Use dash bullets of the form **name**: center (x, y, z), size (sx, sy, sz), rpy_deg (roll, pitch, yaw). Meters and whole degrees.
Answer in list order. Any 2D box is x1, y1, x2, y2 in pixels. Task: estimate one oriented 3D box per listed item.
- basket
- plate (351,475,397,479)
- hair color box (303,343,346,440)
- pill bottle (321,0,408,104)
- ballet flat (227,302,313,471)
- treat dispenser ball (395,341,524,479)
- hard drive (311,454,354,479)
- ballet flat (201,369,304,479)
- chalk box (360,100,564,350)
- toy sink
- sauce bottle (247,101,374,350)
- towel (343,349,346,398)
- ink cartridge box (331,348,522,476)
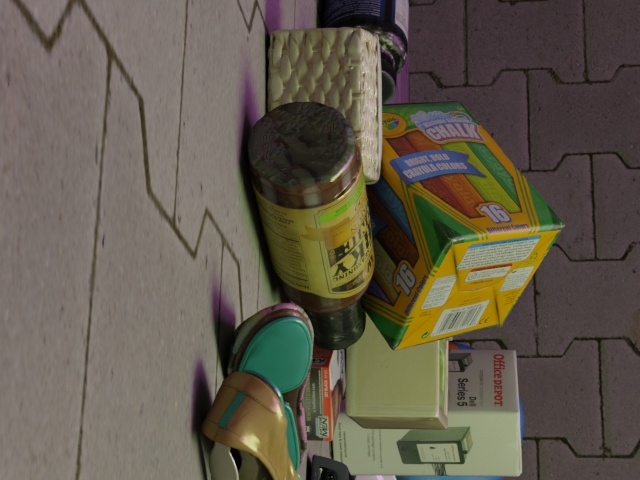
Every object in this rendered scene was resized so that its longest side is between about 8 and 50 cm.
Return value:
- **basket**: center (0.003, -0.144, 1.427), size (0.103, 0.113, 0.167), rpy_deg (8, 82, -79)
- **plate**: center (0.094, 0.456, 2.114), size (0.277, 0.045, 0.278), rpy_deg (-78, 146, -66)
- **hair color box**: center (-0.003, 0.160, 1.580), size (0.167, 0.053, 0.093), rpy_deg (-65, 155, -72)
- **pill bottle**: center (0.062, -0.295, 1.875), size (0.123, 0.122, 0.219), rpy_deg (79, 12, -54)
- **ballet flat**: center (-0.047, 0.121, 1.192), size (0.079, 0.077, 0.221), rpy_deg (-110, -165, -47)
- **treat dispenser ball**: center (0.212, 0.320, 2.361), size (0.288, 0.288, 0.288), rpy_deg (-1, 90, -83)
- **hard drive**: center (0.016, 0.411, 1.695), size (0.172, 0.054, 0.255), rpy_deg (72, 18, -68)
- **ballet flat**: center (-0.059, 0.195, 1.115), size (0.073, 0.080, 0.232), rpy_deg (-53, 149, -30)
- **chalk box**: center (0.107, -0.046, 1.568), size (0.289, 0.180, 0.179), rpy_deg (55, -44, 31)
- **toy sink**: center (0.111, 0.129, 1.803), size (0.153, 0.131, 0.234), rpy_deg (57, 33, -72)
- **sauce bottle**: center (0.000, 0.000, 1.383), size (0.344, 0.111, 0.111), rpy_deg (78, 13, -57)
- **towel**: center (0.013, 0.001, 1.802), size (0.312, 0.056, 0.324), rpy_deg (74, 19, -55)
- **ink cartridge box**: center (0.160, 0.253, 2.000), size (0.198, 0.273, 0.115), rpy_deg (-76, 164, -65)
